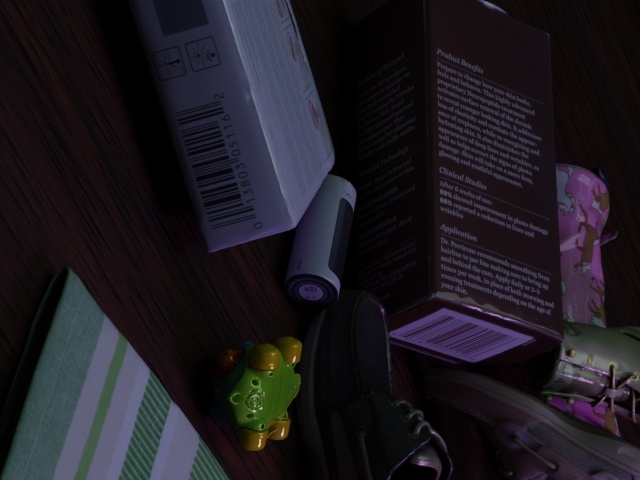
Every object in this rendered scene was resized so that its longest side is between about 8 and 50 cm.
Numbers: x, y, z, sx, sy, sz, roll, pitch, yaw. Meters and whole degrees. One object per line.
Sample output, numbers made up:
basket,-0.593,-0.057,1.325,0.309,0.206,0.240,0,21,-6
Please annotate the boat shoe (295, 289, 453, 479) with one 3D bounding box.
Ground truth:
boat shoe,0.062,0.215,1.759,0.132,0.130,0.355,33,50,-57

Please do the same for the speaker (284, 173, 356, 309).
speaker,0.000,0.000,1.816,0.055,0.055,0.136,56,32,-38

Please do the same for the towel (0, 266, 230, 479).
towel,-0.148,0.217,1.432,0.325,0.038,0.248,57,31,-34

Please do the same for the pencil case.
pencil case,0.284,0.098,2.250,0.160,0.167,0.386,85,7,-62

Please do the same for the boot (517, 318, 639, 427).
boot,0.337,0.171,2.035,0.203,0.095,0.262,12,29,-30

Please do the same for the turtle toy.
turtle toy,-0.057,0.127,1.625,0.130,0.066,0.095,-13,114,-68

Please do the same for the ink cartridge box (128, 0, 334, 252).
ink cartridge box,-0.083,-0.183,1.736,0.385,0.091,0.308,-67,140,-77

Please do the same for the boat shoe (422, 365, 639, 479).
boat shoe,0.232,0.224,1.984,0.098,0.302,0.109,-64,159,-4

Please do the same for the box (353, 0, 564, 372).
box,0.143,-0.069,1.988,0.191,0.143,0.381,20,60,-33
